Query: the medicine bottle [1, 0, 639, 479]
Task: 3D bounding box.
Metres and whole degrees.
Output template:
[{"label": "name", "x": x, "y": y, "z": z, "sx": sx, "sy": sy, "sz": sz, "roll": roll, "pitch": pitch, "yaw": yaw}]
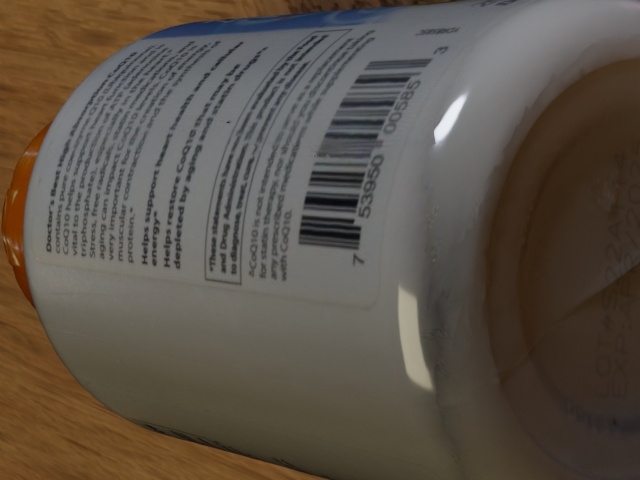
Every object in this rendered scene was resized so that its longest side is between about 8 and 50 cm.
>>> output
[{"label": "medicine bottle", "x": 0.000, "y": 0.000, "z": 0.578, "sx": 0.288, "sy": 0.157, "sz": 0.157, "roll": 6, "pitch": 125, "yaw": 52}]
